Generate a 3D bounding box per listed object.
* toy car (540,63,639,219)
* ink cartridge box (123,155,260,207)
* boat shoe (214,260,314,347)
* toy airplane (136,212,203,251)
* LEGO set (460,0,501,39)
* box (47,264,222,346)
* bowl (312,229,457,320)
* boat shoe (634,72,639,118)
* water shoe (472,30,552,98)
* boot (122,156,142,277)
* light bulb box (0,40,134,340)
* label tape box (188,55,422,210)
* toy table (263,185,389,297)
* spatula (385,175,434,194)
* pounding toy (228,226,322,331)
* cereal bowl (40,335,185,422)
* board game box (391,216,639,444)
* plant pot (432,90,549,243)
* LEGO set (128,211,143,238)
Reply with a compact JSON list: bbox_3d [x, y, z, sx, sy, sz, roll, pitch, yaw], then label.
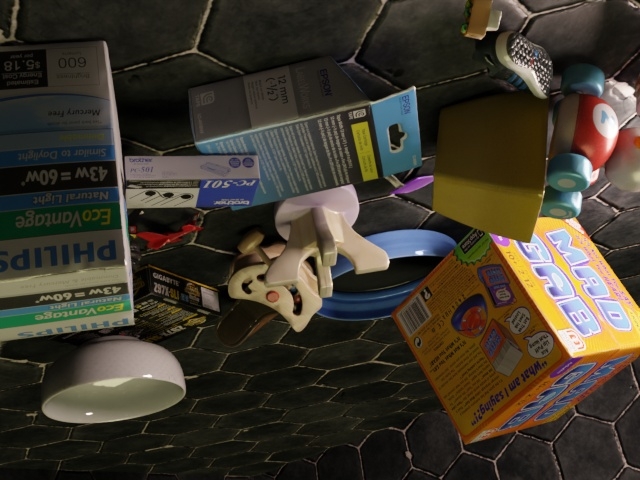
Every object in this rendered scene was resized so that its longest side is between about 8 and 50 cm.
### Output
[{"bbox_3d":[0.515,-0.155,1.622,0.237,0.219,0.210,10,157,10],"label":"toy car"},{"bbox_3d":[-0.206,-0.093,1.488,0.207,0.046,0.097,-2,156,-15],"label":"ink cartridge box"},{"bbox_3d":[-0.127,0.131,2.227,0.307,0.111,0.104,-37,-178,26],"label":"boat shoe"},{"bbox_3d":[-0.298,-0.010,1.891,0.151,0.028,0.151,-22,166,-6],"label":"toy airplane"},{"bbox_3d":[0.207,-0.397,1.153,0.107,0.132,0.287,9,128,-27],"label":"LEGO set"},{"bbox_3d":[-0.434,0.172,2.200,0.322,0.079,0.257,-23,155,26],"label":"box"},{"bbox_3d":[0.158,0.085,2.260,0.391,0.077,0.391,-9,155,-4],"label":"bowl"},{"bbox_3d":[0.590,-0.296,1.570,0.113,0.103,0.302,-12,156,-10],"label":"boat shoe"},{"bbox_3d":[0.316,-0.290,1.538,0.080,0.073,0.203,6,169,35],"label":"water shoe"},{"bbox_3d":[-0.388,-0.005,1.685,0.348,0.131,0.260,-31,153,19],"label":"boot"},{"bbox_3d":[-0.456,-0.061,1.328,0.357,0.361,0.225,-7,156,-11],"label":"light bulb box"},{"bbox_3d":[-0.017,-0.182,1.556,0.347,0.115,0.249,-14,155,3],"label":"label tape box"},{"bbox_3d":[0.000,0.000,1.905,0.252,0.161,0.274,-13,157,6],"label":"toy table"},{"bbox_3d":[0.116,-0.128,1.828,0.296,0.030,0.084,12,150,-42],"label":"spatula"},{"bbox_3d":[-0.114,0.104,2.038,0.154,0.155,0.269,-33,118,17],"label":"pounding toy"},{"bbox_3d":[-0.491,0.317,2.227,0.338,0.141,0.339,-9,156,-4],"label":"cereal bowl"},{"bbox_3d":[0.458,0.195,2.141,0.356,0.356,0.356,-2,143,-42],"label":"board game box"},{"bbox_3d":[0.299,-0.136,1.691,0.187,0.212,0.212,5,157,9],"label":"plant pot"},{"bbox_3d":[-0.436,-0.039,1.761,0.182,0.060,0.244,-11,157,10],"label":"LEGO set"}]
